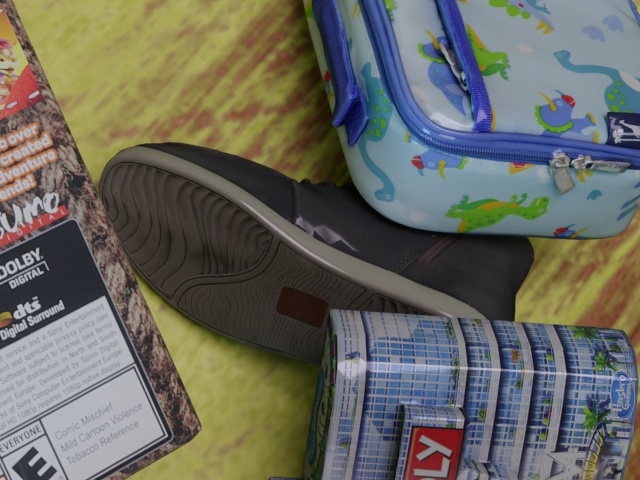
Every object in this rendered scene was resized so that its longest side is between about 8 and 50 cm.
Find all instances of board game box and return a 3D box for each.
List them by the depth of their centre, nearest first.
[{"bbox_3d":[-0.225,0.001,0.645,0.232,0.141,0.291,-28,102,-27],"label":"board game box"},{"bbox_3d":[0.041,0.133,0.752,0.194,0.060,0.194,3,114,-11],"label":"board game box"}]

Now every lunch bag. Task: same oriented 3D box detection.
[{"bbox_3d":[0.084,-0.104,0.838,0.176,0.090,0.219,4,50,-21],"label":"lunch bag"}]

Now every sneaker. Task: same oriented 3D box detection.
[{"bbox_3d":[0.000,0.000,0.825,0.222,0.083,0.118,28,35,4],"label":"sneaker"}]
